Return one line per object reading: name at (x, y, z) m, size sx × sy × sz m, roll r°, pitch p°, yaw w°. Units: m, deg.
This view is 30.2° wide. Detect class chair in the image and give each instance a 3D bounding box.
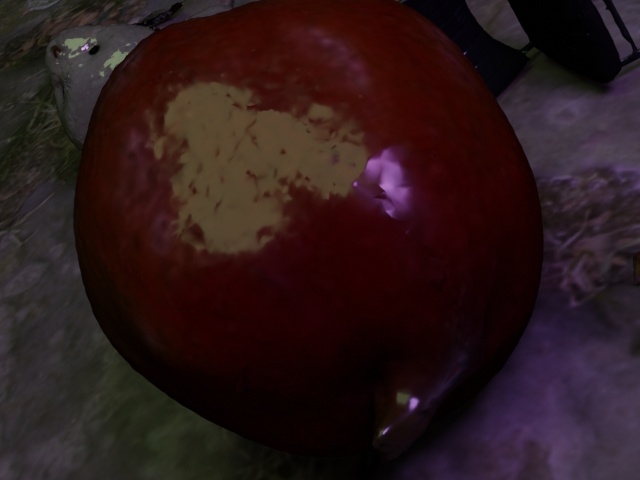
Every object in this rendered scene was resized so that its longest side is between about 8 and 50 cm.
chair at (0.164, -0.177, 0.887) m, size 0.221 × 0.140 × 0.145 m, roll -40°, pitch 32°, yaw -1°

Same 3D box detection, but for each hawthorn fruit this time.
hawthorn fruit at (-0.002, -0.015, 0.730) m, size 0.311 × 0.295 × 0.295 m, roll 12°, pitch 57°, yaw 48°

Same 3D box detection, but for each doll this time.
doll at (-0.192, -0.200, 1.259) m, size 0.175 × 0.149 × 0.278 m, roll -55°, pitch 5°, yaw 36°

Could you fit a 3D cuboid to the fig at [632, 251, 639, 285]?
fig at (0.212, 0.099, 0.485) m, size 0.148 × 0.202 × 0.149 m, roll 18°, pitch 25°, yaw 37°
